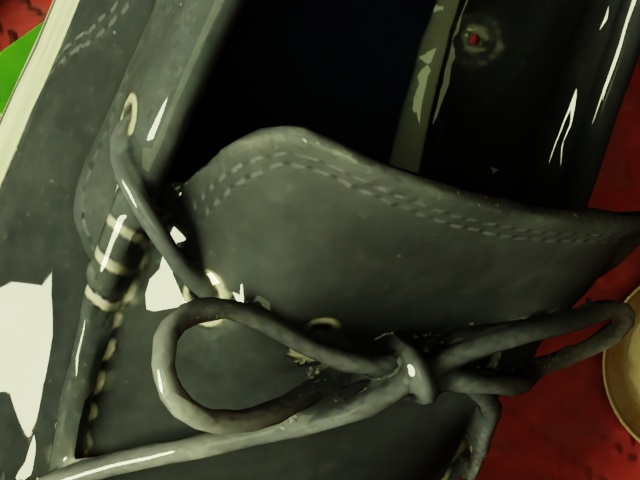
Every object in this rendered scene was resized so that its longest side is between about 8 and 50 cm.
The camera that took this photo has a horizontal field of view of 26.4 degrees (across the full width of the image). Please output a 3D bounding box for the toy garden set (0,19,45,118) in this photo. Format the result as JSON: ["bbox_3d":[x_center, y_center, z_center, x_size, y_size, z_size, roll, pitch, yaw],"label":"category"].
[{"bbox_3d":[-0.191,-0.033,0.528,0.204,0.049,0.244,-42,92,-26],"label":"toy garden set"}]

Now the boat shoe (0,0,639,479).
[{"bbox_3d":[0.000,0.000,0.411,0.187,0.156,0.500,10,99,-39],"label":"boat shoe"}]

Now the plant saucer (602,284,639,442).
[{"bbox_3d":[0.156,0.049,0.555,0.083,0.015,0.083,0,95,4],"label":"plant saucer"}]
